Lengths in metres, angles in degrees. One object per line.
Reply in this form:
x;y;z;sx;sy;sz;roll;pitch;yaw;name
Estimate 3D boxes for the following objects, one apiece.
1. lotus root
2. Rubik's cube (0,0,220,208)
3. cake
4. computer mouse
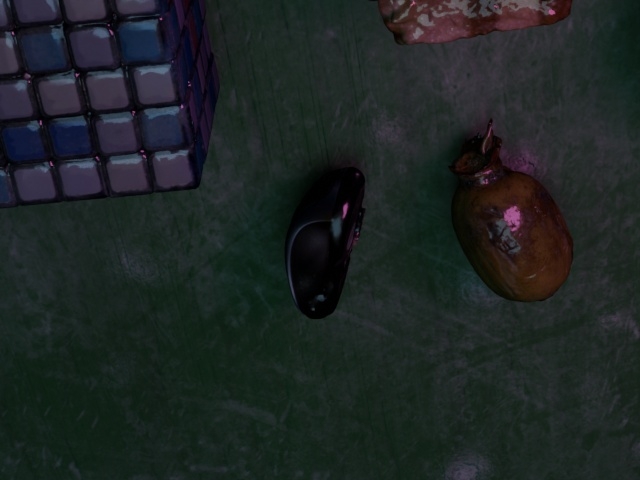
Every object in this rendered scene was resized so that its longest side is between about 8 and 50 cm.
0.252;-0.032;1.615;0.154;0.154;0.278;-23;116;14;lotus root
-0.293;-0.234;1.413;0.293;0.287;0.292;-8;121;5;Rubik's cube
0.149;-0.361;1.385;0.293;0.199;0.196;-6;125;6;cake
0.000;0.000;1.650;0.096;0.137;0.233;19;118;10;computer mouse
